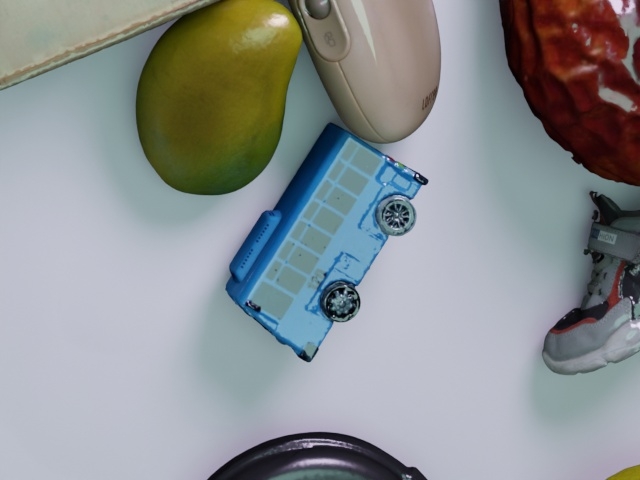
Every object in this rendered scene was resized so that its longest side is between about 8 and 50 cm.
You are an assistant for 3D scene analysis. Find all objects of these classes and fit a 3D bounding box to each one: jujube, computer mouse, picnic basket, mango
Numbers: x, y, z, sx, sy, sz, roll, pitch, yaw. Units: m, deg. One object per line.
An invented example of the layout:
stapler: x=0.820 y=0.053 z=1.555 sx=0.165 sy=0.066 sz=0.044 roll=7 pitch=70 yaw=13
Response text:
jujube: x=0.240 y=-0.184 z=1.557 sx=0.197 sy=0.197 sz=0.290 roll=-25 pitch=90 yaw=-5
computer mouse: x=0.035 y=-0.195 z=1.539 sx=0.082 sy=0.145 sz=0.236 roll=-14 pitch=104 yaw=29
picnic basket: x=-0.181 y=-0.235 z=1.469 sx=0.266 sy=0.139 sz=0.165 roll=-23 pitch=103 yaw=1
mango: x=-0.086 y=-0.120 z=1.538 sx=0.122 sy=0.085 sz=0.191 roll=20 pitch=123 yaw=7

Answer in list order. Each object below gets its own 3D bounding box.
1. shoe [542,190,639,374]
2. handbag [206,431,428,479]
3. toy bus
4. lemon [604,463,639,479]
shoe: x=0.267 y=0.016 z=1.649 sx=0.227 sy=0.099 sz=0.125 roll=-40 pitch=100 yaw=3
handbag: x=0.010 y=0.306 z=1.661 sx=0.254 sy=0.093 sz=0.308 roll=-40 pitch=106 yaw=-3
toy bus: x=0.000 y=0.000 z=1.599 sx=0.106 sy=0.090 sz=0.185 roll=32 pitch=92 yaw=-15
lemon: x=0.310 y=0.286 z=1.672 sx=0.248 sy=0.184 sz=0.184 roll=8 pitch=100 yaw=-13
